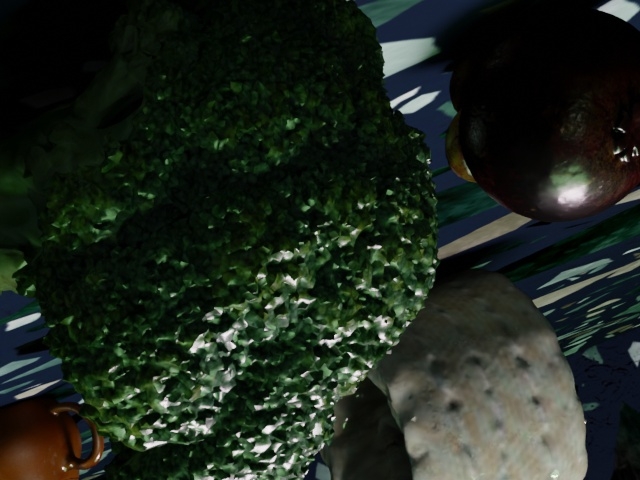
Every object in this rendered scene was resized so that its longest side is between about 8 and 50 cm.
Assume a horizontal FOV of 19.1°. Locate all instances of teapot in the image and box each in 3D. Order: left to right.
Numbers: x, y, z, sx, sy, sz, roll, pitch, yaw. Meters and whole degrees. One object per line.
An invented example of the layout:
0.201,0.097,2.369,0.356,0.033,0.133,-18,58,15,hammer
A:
-0.258,0.203,1.697,0.173,0.116,0.116,-28,168,28,teapot

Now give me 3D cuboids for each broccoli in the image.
-0.060,0.002,0.868,0.241,0.261,0.269,17,-174,29,broccoli

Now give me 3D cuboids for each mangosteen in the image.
0.128,-0.074,1.089,0.140,0.140,0.140,-21,170,-4,mangosteen

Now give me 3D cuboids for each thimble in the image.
0.124,0.184,1.878,0.195,0.291,0.291,-17,169,-19,thimble
